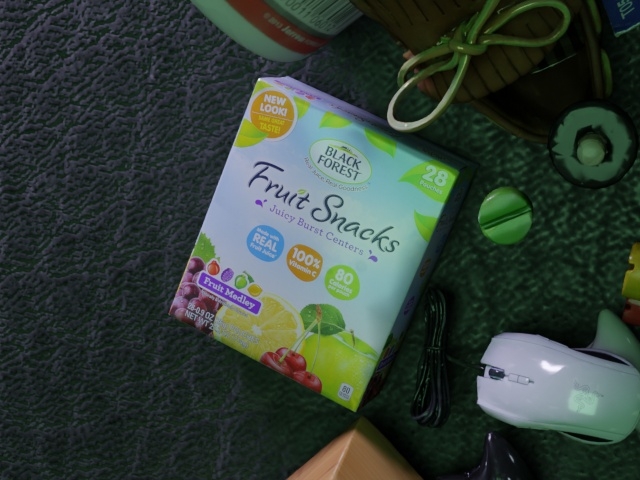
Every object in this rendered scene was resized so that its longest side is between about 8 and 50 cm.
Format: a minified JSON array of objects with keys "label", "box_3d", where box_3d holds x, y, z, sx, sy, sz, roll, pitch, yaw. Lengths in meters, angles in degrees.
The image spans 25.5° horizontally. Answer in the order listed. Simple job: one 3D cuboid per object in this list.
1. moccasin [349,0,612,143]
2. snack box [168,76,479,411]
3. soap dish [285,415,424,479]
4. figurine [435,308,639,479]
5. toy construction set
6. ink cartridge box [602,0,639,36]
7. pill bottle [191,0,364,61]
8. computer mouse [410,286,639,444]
[{"label":"moccasin","box_3d":[0.095,-0.143,0.869,0.139,0.380,0.147,-21,70,14]},{"label":"snack box","box_3d":[0.000,0.000,1.097,0.175,0.070,0.207,25,104,15]},{"label":"soap dish","box_3d":[0.003,0.315,1.121,0.291,0.118,0.229,-44,83,21]},{"label":"figurine","box_3d":[0.220,0.184,1.044,0.209,0.092,0.215,43,109,13]},{"label":"toy construction set","box_3d":[0.278,-0.002,0.804,0.309,0.237,0.257,38,106,2]},{"label":"ink cartridge box","box_3d":[0.252,-0.255,0.897,0.224,0.223,0.045,-33,123,21]},{"label":"pill bottle","box_3d":[0.053,-0.303,0.955,0.363,0.210,0.210,-36,86,20]},{"label":"computer mouse","box_3d":[0.143,0.098,1.032,0.193,0.042,0.106,8,84,41]}]
